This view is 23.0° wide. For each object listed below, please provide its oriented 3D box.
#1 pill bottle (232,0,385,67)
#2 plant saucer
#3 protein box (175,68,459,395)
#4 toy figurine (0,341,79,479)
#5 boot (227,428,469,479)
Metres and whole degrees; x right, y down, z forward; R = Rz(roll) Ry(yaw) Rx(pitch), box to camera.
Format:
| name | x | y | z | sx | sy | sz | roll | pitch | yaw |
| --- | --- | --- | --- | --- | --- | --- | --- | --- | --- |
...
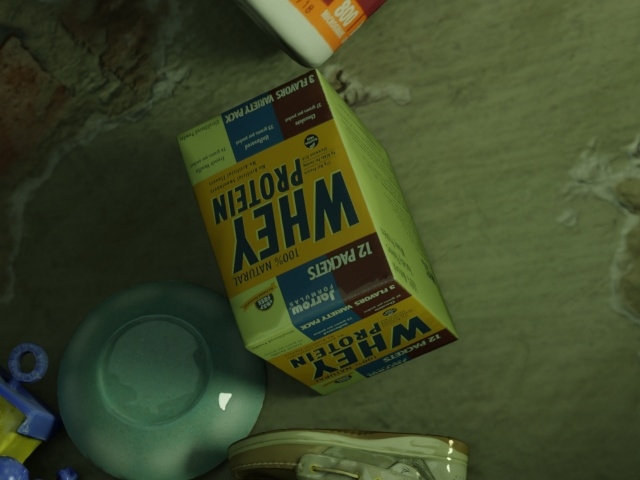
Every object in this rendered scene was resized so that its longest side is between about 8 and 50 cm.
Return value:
| name | x | y | z | sx | sy | sz | roll | pitch | yaw |
| --- | --- | --- | --- | --- | --- | --- | --- | --- | --- |
| pill bottle | 0.052 | -0.367 | 1.435 | 0.392 | 0.224 | 0.224 | -45 | 63 | 2 |
| plant saucer | -0.147 | 0.122 | 1.420 | 0.195 | 0.037 | 0.195 | -2 | 69 | 6 |
| protein box | 0.000 | 0.000 | 1.341 | 0.136 | 0.200 | 0.201 | -25 | 66 | 11 |
| toy figurine | -0.309 | 0.189 | 1.406 | 0.362 | 0.191 | 0.217 | 34 | 81 | 25 |
| boot | 0.017 | 0.245 | 1.323 | 0.213 | 0.077 | 0.165 | -1 | 74 | 17 |
